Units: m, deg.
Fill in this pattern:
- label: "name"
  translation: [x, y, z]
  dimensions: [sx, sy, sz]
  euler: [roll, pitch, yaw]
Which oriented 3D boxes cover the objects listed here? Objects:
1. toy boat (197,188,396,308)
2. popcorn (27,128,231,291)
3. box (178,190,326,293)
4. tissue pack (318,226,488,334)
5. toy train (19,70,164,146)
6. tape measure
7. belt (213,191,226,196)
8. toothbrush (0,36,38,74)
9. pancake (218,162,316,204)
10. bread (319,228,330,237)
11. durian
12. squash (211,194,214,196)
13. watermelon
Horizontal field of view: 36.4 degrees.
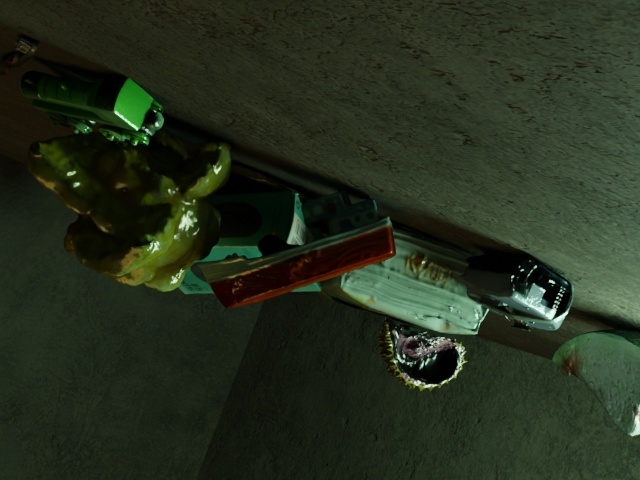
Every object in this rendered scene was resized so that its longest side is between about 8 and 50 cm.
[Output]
- label: "toy boat"
  translation: [-0.043, 0.010, 1.626]
  dimensions: [0.332, 0.133, 0.145]
  euler: [-19, 174, 6]
- label: "popcorn"
  translation: [-0.309, -0.045, 1.612]
  dimensions: [0.321, 0.290, 0.326]
  euler: [-6, -140, -18]
- label: "box"
  translation: [-0.161, 0.011, 1.847]
  dimensions: [0.311, 0.118, 0.205]
  euler: [-2, 150, 20]
- label: "tissue pack"
  translation: [0.151, 0.076, 1.936]
  dimensions: [0.287, 0.162, 0.388]
  euler: [18, 175, -7]
- label: "toy train"
  translation: [-0.349, -0.209, 1.471]
  dimensions: [0.251, 0.085, 0.119]
  euler: [15, 166, 32]
- label: "tape measure"
  translation: [0.342, 0.089, 1.676]
  dimensions: [0.181, 0.107, 0.182]
  euler: [30, 168, -23]
- label: "belt"
  translation: [-0.219, -0.067, 1.995]
  dimensions: [0.151, 0.121, 0.079]
  euler: [57, 159, -19]
- label: "toothbrush"
  translation: [-0.470, -0.279, 1.498]
  dimensions: [0.031, 0.023, 0.321]
  euler: [31, 170, -21]
- label: "pancake"
  translation: [-0.113, -0.098, 1.865]
  dimensions: [0.250, 0.031, 0.250]
  euler: [17, 170, 3]
- label: "bread"
  translation: [0.000, -0.001, 2.183]
  dimensions: [0.119, 0.067, 0.192]
  euler: [6, 168, 36]
- label: "durian"
  translation: [0.174, 0.224, 1.863]
  dimensions: [0.186, 0.119, 0.108]
  euler: [17, 172, -19]
- label: "squash"
  translation: [-0.336, -0.126, 2.129]
  dimensions: [0.292, 0.082, 0.082]
  euler: [23, 174, -22]
- label: "watermelon"
  translation: [0.647, 0.296, 1.978]
  dimensions: [0.289, 0.214, 0.320]
  euler: [23, 162, -38]
